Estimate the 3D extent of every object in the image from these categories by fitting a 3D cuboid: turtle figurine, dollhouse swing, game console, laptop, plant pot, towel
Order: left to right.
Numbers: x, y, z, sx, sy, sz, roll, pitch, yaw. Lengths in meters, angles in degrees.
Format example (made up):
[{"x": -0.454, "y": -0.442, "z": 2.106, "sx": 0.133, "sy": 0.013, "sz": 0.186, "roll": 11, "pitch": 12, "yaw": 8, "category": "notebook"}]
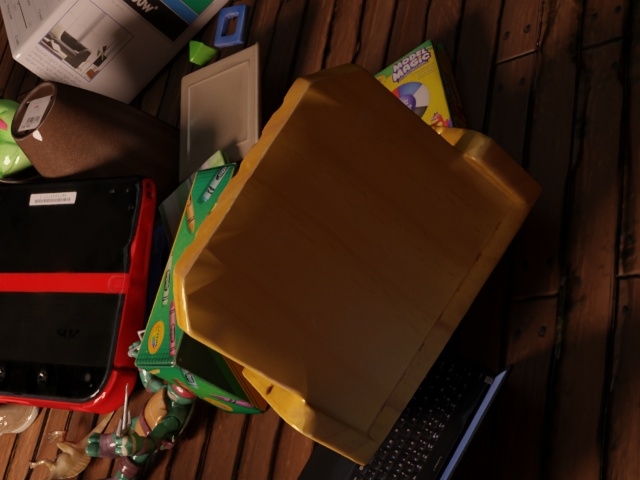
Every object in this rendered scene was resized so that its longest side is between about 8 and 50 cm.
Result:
[{"x": -0.405, "y": 0.078, "z": 1.689, "sx": 0.386, "sy": 0.060, "sz": 0.342, "roll": -1, "pitch": 76, "yaw": 36, "category": "game console"}, {"x": -0.365, "y": -0.146, "z": 1.784, "sx": 0.215, "sy": 0.230, "sz": 0.215, "roll": -24, "pitch": 49, "yaw": 31, "category": "plant pot"}, {"x": -0.227, "y": 0.231, "z": 1.472, "sx": 0.234, "sy": 0.118, "sz": 0.175, "roll": -53, "pitch": 19, "yaw": 27, "category": "turtle figurine"}, {"x": -0.177, "y": -0.048, "z": 1.668, "sx": 0.152, "sy": 0.023, "sz": 0.113, "roll": -39, "pitch": 55, "yaw": 29, "category": "towel"}, {"x": 0.000, "y": 0.000, "z": 1.196, "sx": 0.347, "sy": 0.305, "sz": 0.315, "roll": -57, "pitch": 20, "yaw": -2, "category": "dollhouse swing"}, {"x": 0.075, "y": 0.205, "z": 1.175, "sx": 0.264, "sy": 0.136, "sz": 0.234, "roll": 24, "pitch": 81, "yaw": 44, "category": "laptop"}]

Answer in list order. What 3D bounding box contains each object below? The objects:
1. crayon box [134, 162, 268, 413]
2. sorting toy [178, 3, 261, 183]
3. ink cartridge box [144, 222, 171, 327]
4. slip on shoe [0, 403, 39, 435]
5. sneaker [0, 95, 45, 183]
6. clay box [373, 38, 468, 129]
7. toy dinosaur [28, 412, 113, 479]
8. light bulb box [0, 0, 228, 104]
[{"x": -0.115, "y": 0.063, "z": 1.441, "sx": 0.081, "sy": 0.165, "sz": 0.278, "roll": -7, "pitch": 59, "yaw": 42, "category": "crayon box"}, {"x": -0.146, "y": -0.190, "z": 1.728, "sx": 0.196, "sy": 0.047, "sz": 0.348, "roll": -18, "pitch": 65, "yaw": 42, "category": "sorting toy"}, {"x": -0.352, "y": 0.089, "z": 1.741, "sx": 0.311, "sy": 0.065, "sz": 0.186, "roll": -28, "pitch": 47, "yaw": 26, "category": "ink cartridge box"}, {"x": -0.494, "y": 0.275, "z": 1.761, "sx": 0.135, "sy": 0.041, "sz": 0.051, "roll": -20, "pitch": 50, "yaw": 34, "category": "slip on shoe"}, {"x": -0.569, "y": -0.176, "z": 2.044, "sx": 0.483, "sy": 0.202, "sz": 0.185, "roll": 26, "pitch": 99, "yaw": 55, "category": "sneaker"}, {"x": 0.118, "y": -0.164, "z": 1.460, "sx": 0.127, "sy": 0.053, "sz": 0.222, "roll": -31, "pitch": 46, "yaw": 25, "category": "clay box"}, {"x": -0.354, "y": 0.304, "z": 1.603, "sx": 0.092, "sy": 0.053, "sz": 0.183, "roll": 6, "pitch": 46, "yaw": 44, "category": "toy dinosaur"}, {"x": -0.375, "y": -0.471, "z": 2.025, "sx": 0.361, "sy": 0.225, "sz": 0.358, "roll": -43, "pitch": 40, "yaw": 12, "category": "light bulb box"}]
